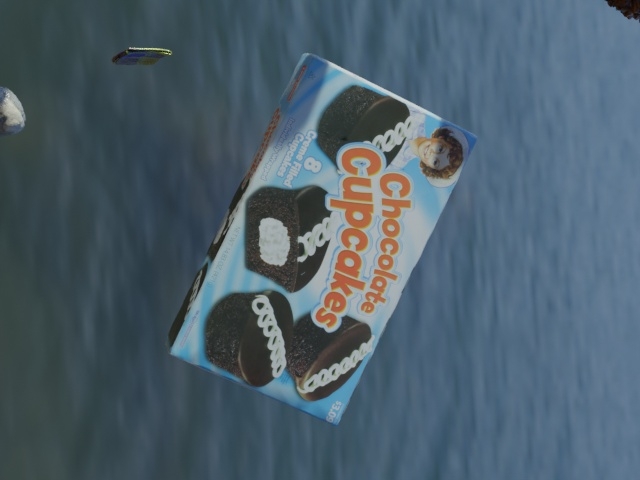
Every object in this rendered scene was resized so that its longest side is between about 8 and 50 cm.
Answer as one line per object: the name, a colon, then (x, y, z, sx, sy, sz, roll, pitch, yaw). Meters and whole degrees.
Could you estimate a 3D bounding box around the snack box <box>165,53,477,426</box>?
snack box: (0.000, 0.000, 1.553, 0.322, 0.187, 0.060, -65, -166, 3)

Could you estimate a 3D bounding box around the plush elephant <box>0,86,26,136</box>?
plush elephant: (-0.574, -0.163, 1.994, 0.272, 0.330, 0.255, 54, -7, -11)

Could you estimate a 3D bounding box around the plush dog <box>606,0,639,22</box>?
plush dog: (0.343, -0.291, 1.347, 0.262, 0.210, 0.225, -46, 179, -20)

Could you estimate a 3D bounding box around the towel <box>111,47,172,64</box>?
towel: (-0.222, -0.228, 1.960, 0.083, 0.060, 0.009, 173, -84, -68)
